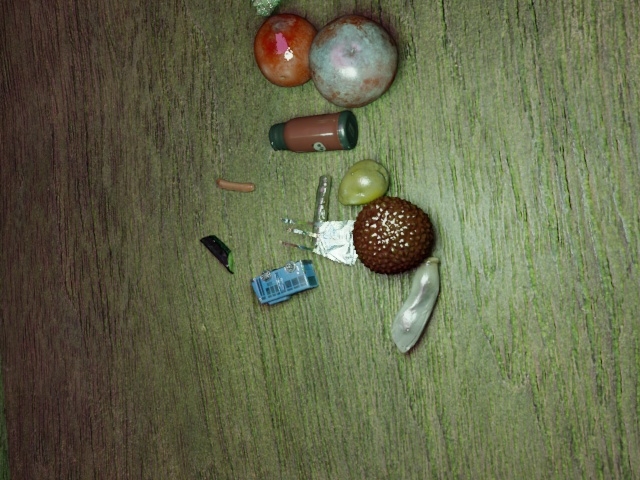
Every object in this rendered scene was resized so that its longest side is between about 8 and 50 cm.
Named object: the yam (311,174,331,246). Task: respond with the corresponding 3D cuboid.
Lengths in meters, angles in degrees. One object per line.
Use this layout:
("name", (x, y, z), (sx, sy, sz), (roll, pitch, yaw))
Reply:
("yam", (0.005, -0.113, 1.951), (0.061, 0.061, 0.274), (5, 89, 24))

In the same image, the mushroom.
("mushroom", (0.334, 0.222, 1.776), (0.109, 0.097, 0.351), (23, 93, 20))

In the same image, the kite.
("kite", (0.000, 0.000, 1.913), (0.310, 0.015, 0.169), (5, 89, 3))

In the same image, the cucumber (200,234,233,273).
("cucumber", (-0.421, 0.045, 2.144), (0.220, 0.046, 0.070), (42, 96, 20))

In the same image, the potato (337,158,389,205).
("potato", (0.146, -0.199, 1.855), (0.194, 0.157, 0.157), (-34, 75, 33))

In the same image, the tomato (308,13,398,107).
("tomato", (0.113, -0.625, 1.804), (0.317, 0.282, 0.316), (1, 94, 8))

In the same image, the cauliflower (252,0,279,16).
("cauliflower", (-0.276, -1.009, 1.999), (0.315, 0.239, 0.256), (-32, 68, -26))

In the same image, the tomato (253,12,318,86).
("tomato", (-0.123, -0.716, 1.927), (0.265, 0.265, 0.264), (-1, 88, 24))

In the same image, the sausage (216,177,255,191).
("sausage", (-0.353, -0.227, 2.123), (0.186, 0.043, 0.043), (11, 92, 24))

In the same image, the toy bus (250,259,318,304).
("toy bus", (-0.139, 0.160, 1.973), (0.234, 0.116, 0.133), (-21, 83, 20))

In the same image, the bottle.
("bottle", (-0.037, -0.400, 1.931), (0.336, 0.144, 0.143), (0, 88, 24))

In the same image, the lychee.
("lychee", (0.240, -0.020, 1.736), (0.276, 0.304, 0.275), (-6, 56, 8))
